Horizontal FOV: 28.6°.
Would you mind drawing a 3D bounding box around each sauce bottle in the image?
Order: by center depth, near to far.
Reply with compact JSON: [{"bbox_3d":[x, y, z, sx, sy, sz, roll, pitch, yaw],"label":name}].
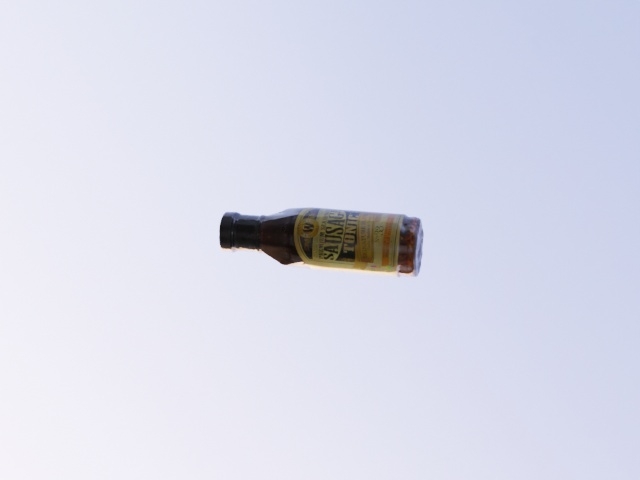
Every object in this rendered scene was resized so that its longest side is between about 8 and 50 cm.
[{"bbox_3d":[0.000,0.000,0.793,0.128,0.042,0.042,3,-72,10],"label":"sauce bottle"}]
